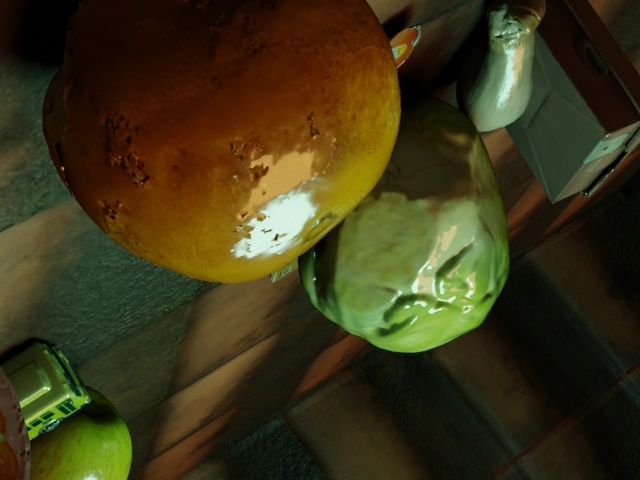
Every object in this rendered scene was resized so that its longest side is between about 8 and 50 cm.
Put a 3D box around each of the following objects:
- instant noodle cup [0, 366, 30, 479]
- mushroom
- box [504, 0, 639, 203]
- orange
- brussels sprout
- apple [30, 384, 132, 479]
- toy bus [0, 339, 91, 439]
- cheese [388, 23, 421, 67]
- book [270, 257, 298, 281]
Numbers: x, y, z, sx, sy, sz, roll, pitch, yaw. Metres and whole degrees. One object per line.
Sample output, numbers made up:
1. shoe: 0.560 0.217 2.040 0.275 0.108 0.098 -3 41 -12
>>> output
1. instant noodle cup: -0.395 0.191 0.805 0.231 0.243 0.243 -36 168 24
2. mushroom: 0.213 -0.215 1.232 0.225 0.093 0.116 79 21 -68
3. box: 0.319 -0.182 1.338 0.086 0.215 0.215 -24 163 -16
4. orange: -0.064 -0.091 0.692 0.240 0.240 0.240 -34 166 -10
5. brussels sprout: 0.096 -0.015 1.269 0.268 0.344 0.344 -4 172 12
6. apple: -0.335 0.276 1.303 0.196 0.196 0.196 -34 166 -10
7. toy bus: -0.362 0.195 1.178 0.175 0.088 0.101 -33 165 -10
8. cheese: 0.000 -0.142 1.051 0.256 0.037 0.106 -33 168 -10
9. book: 0.000 0.000 1.581 0.172 0.012 0.118 -31 165 -20
